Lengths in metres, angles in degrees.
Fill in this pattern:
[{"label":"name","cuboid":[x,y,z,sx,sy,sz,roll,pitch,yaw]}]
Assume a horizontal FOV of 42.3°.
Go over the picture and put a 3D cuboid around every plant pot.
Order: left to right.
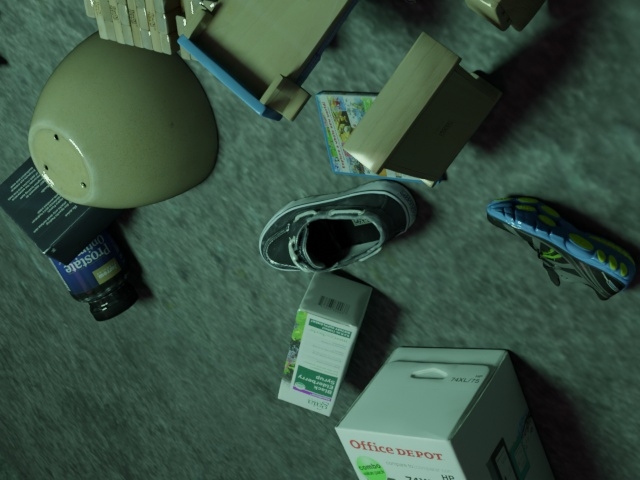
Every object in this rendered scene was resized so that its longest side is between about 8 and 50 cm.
[{"label":"plant pot","cuboid":[-0.327,-0.158,1.262,0.284,0.191,0.284,22,134,25]}]

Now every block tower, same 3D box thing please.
[{"label":"block tower","cuboid":[-0.161,-0.297,1.089,0.335,0.097,0.091,21,133,29]}]

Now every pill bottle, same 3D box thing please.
[{"label":"pill bottle","cuboid":[-0.437,0.038,1.561,0.123,0.123,0.219,-8,117,43]}]

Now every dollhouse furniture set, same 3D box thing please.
[{"label":"dollhouse furniture set","cuboid":[0.050,-0.246,0.908,0.303,0.198,0.286,41,105,18]}]

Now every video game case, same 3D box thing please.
[{"label":"video game case","cuboid":[0.076,-0.135,1.080,0.166,0.015,0.119,9,128,34]}]

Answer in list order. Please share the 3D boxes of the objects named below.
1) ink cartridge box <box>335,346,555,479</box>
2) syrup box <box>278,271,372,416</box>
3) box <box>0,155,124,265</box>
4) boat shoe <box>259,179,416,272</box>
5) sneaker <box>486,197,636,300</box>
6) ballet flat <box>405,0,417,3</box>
[{"label":"ink cartridge box","cuboid":[0.190,0.319,1.209,0.198,0.197,0.270,-5,118,41]},{"label":"syrup box","cuboid":[0.004,0.166,1.304,0.093,0.096,0.237,19,133,5]},{"label":"box","cuboid":[-0.449,-0.069,1.429,0.158,0.156,0.093,43,173,18]},{"label":"boat shoe","cuboid":[0.000,0.000,1.183,0.301,0.102,0.108,-14,112,45]},{"label":"sneaker","cuboid":[0.278,0.012,0.990,0.188,0.067,0.078,31,131,12]},{"label":"ballet flat","cuboid":[0.097,-0.309,0.904,0.041,0.041,0.114,27,136,21]}]
